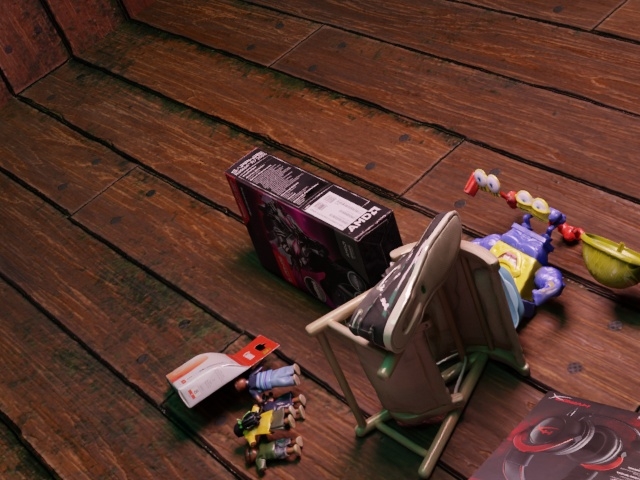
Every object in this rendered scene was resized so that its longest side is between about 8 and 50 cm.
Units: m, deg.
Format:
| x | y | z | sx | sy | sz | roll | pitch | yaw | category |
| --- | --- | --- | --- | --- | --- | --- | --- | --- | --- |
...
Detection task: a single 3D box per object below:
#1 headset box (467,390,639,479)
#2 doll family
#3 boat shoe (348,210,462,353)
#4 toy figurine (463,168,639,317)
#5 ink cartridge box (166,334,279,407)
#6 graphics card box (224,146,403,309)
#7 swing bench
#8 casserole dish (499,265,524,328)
| x | y | z | sx | sy | sz | roll | pitch | yaw | category |
| --- | --- | --- | --- | --- | --- | --- | --- | --- | --- |
| 0.319 | 0.321 | 1.284 | 0.218 | 0.110 | 0.293 | 11 | 28 | 36 | headset box |
| -0.088 | 0.273 | 1.657 | 0.111 | 0.076 | 0.193 | -15 | 34 | 17 | doll family |
| 0.119 | 0.043 | 1.397 | 0.079 | 0.084 | 0.233 | 13 | 54 | 35 | boat shoe |
| 0.349 | 0.060 | 1.672 | 0.362 | 0.191 | 0.217 | 33 | 94 | 39 | toy figurine |
| -0.167 | 0.204 | 1.745 | 0.179 | 0.045 | 0.145 | -36 | 11 | -12 | ink cartridge box |
| 0.000 | 0.000 | 1.797 | 0.094 | 0.233 | 0.371 | -38 | 41 | -24 | graphics card box |
| 0.152 | 0.158 | 1.518 | 0.254 | 0.253 | 0.165 | -42 | 43 | -22 | swing bench |
| 0.249 | 0.096 | 1.636 | 0.037 | 0.114 | 0.188 | -22 | 0 | -38 | casserole dish |
